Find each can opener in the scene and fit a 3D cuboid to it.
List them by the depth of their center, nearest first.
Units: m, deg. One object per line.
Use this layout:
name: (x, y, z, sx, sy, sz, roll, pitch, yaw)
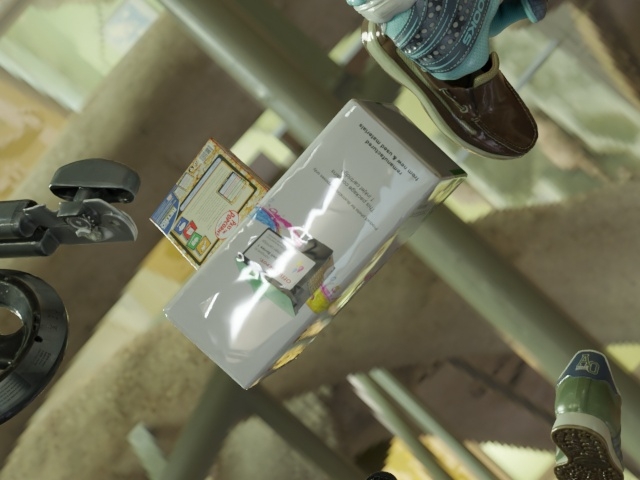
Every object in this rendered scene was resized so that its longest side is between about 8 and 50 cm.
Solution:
can opener: (-0.315, -0.033, 1.596, 0.284, 0.095, 0.076, -2, 146, 32)

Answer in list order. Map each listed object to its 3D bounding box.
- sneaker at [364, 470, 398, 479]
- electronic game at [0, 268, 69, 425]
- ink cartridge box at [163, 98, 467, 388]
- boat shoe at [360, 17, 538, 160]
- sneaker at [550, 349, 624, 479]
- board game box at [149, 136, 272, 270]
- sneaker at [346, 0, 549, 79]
sneaker: (0.052, 0.330, 1.483, 0.051, 0.170, 0.089, 7, 154, 14)
electronic game: (-0.361, 0.113, 1.440, 0.229, 0.229, 0.048, 45, 160, 45)
ink cartridge box: (0.000, 0.000, 1.421, 0.117, 0.278, 0.201, 44, -168, 7)
boat shoe: (0.161, -0.172, 1.587, 0.257, 0.095, 0.095, 33, 158, -29)
sneaker: (0.241, 0.159, 1.278, 0.064, 0.086, 0.192, 7, 157, 17)
board game box: (-0.141, -0.039, 1.964, 0.045, 0.146, 0.193, 34, -174, -38)
sneaker: (0.114, -0.208, 1.012, 0.110, 0.283, 0.122, -22, 112, 47)
